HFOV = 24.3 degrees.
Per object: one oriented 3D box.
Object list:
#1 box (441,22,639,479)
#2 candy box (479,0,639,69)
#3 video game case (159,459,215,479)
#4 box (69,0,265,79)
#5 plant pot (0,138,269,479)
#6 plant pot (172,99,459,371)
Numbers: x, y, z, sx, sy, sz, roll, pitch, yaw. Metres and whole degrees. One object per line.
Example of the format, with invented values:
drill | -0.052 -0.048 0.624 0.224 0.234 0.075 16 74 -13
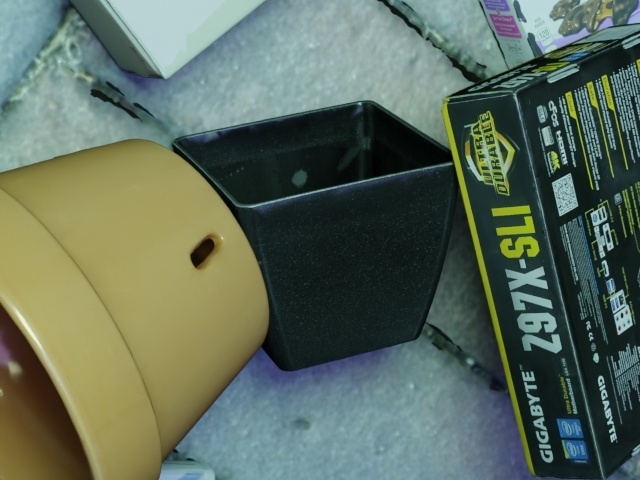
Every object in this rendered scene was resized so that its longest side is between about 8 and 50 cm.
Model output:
box | 0.235 0.002 1.230 0.257 0.079 0.322 -28 107 -46
candy box | 0.226 -0.243 1.330 0.164 0.070 0.196 -32 109 -12
video game case | -0.255 0.346 1.272 0.299 0.036 0.329 5 97 -21
box | -0.057 -0.269 1.182 0.311 0.148 0.121 -41 109 -11
plant pot | -0.177 0.055 1.137 0.203 0.291 0.291 -32 110 -30
plant pot | 0.000 0.000 1.237 0.187 0.188 0.167 -13 113 -18
